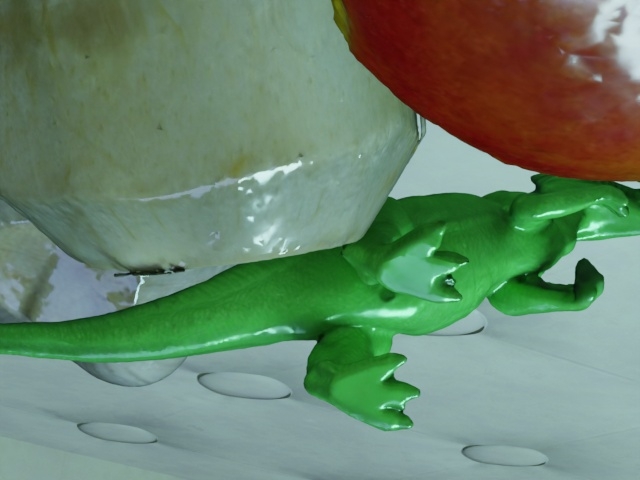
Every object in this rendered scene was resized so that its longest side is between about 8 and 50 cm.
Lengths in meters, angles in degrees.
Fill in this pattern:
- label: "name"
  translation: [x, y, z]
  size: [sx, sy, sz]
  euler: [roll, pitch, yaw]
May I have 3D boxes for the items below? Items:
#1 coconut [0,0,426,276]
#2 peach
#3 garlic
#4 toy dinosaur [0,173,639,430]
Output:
- label: "coconut"
  translation: [-0.081, -0.136, 0.920]
  size: [0.323, 0.323, 0.323]
  euler: [6, 159, 2]
- label: "peach"
  translation: [0.157, -0.193, 0.716]
  size: [0.380, 0.242, 0.306]
  euler: [23, 142, -25]
- label: "garlic"
  translation: [-0.194, -0.040, 1.224]
  size: [0.317, 0.259, 0.317]
  euler: [4, 131, 4]
- label: "toy dinosaur"
  translation: [0.000, 0.000, 1.128]
  size: [0.499, 0.144, 0.374]
  euler: [3, -160, 16]
